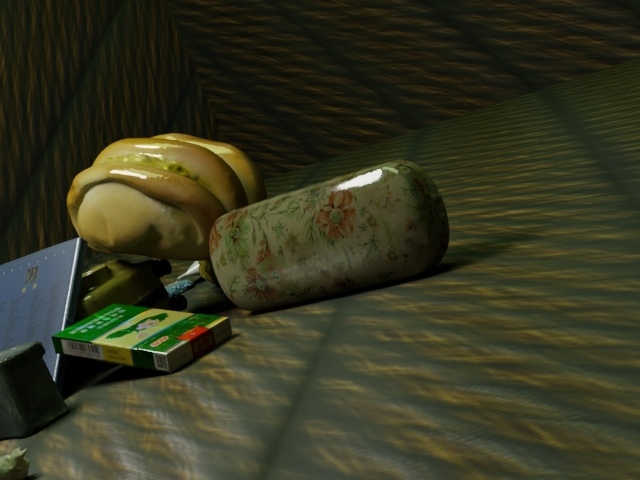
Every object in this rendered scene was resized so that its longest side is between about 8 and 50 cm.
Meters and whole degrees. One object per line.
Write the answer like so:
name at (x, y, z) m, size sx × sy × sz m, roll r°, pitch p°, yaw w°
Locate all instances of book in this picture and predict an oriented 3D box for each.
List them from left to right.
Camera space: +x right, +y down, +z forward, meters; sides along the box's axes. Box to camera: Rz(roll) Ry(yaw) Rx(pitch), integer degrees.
book at (-0.446, 0.136, 1.802) m, size 0.190 × 0.025 × 0.269 m, roll -17°, pitch 53°, yaw 30°

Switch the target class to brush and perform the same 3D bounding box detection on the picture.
brush at (-0.311, 0.099, 2.409) m, size 0.070 × 0.021 × 0.196 m, roll -25°, pitch 6°, yaw -19°

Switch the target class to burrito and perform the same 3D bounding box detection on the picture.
burrito at (-0.371, 0.272, 1.246) m, size 0.185 × 0.041 × 0.045 m, roll -33°, pitch -28°, yaw -53°

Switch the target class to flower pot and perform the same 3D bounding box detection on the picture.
flower pot at (-0.456, 0.217, 1.625) m, size 0.229 × 0.108 × 0.103 m, roll -16°, pitch 8°, yaw 32°

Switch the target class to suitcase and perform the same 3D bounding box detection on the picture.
suitcase at (-0.360, 0.118, 1.910) m, size 0.193 × 0.143 × 0.235 m, roll -17°, pitch 9°, yaw 33°

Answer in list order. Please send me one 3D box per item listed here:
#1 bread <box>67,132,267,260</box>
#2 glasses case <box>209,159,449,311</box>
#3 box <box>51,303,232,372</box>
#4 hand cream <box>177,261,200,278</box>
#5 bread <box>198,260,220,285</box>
bread at (-0.254, -0.074, 1.915) m, size 0.315 × 0.212 × 0.270 m, roll 1°, pitch -1°, yaw 33°
glasses case at (0.000, 0.000, 1.655) m, size 0.425 × 0.157 × 0.098 m, roll -15°, pitch 3°, yaw 44°
box at (-0.255, 0.135, 1.680) m, size 0.235 × 0.034 × 0.132 m, roll 4°, pitch 22°, yaw 38°
hand cream at (-0.137, 0.003, 2.379) m, size 0.314 × 0.089 × 0.139 m, roll -28°, pitch 3°, yaw 16°
bread at (-0.165, 0.035, 2.132) m, size 0.087 × 0.098 × 0.269 m, roll -13°, pitch 4°, yaw -15°
